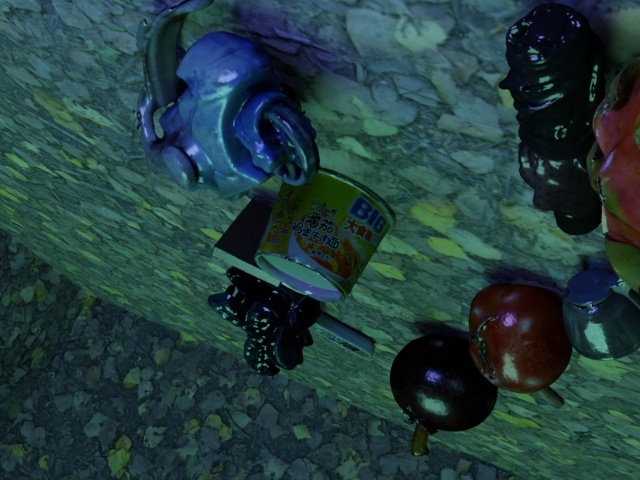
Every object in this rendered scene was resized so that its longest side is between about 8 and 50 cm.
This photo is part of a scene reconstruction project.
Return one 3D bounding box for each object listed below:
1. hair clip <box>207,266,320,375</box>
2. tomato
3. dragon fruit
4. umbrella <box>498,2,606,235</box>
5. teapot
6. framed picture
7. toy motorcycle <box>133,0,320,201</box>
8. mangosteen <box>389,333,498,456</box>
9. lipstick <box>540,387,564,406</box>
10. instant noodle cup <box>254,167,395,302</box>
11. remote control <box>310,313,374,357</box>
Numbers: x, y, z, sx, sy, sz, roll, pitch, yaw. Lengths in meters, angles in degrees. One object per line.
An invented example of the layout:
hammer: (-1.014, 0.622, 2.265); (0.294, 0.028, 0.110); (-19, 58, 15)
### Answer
hair clip: (-0.126, 0.202, 1.825); (0.206, 0.194, 0.310); (5, 140, 31)
tomato: (0.310, 0.142, 1.202); (0.187, 0.152, 0.187); (157, 90, -85)
dragon fruit: (0.301, -0.057, 0.559); (0.224, 0.224, 0.227); (15, 164, 30)
umbrella: (0.230, -0.096, 0.727); (0.094, 0.090, 0.326); (-6, 151, 19)
teapot: (0.389, 0.094, 1.019); (0.149, 0.111, 0.108); (11, 143, 52)
framed picture: (-0.098, 0.001, 1.331); (0.128, 0.168, 0.023); (26, 127, 4)
toy motorcycle: (-0.137, -0.150, 0.917); (0.241, 0.182, 0.319); (33, 162, -22)
mangosteen: (0.244, 0.331, 1.614); (0.236, 0.261, 0.235); (23, 164, 7)
lipstick: (0.507, 0.340, 1.678); (0.094, 0.019, 0.019); (38, 158, -33)
instant noodle cup: (0.000, 0.000, 1.205); (0.205, 0.152, 0.205); (22, 163, 7)
remote control: (0.034, 0.234, 1.973); (0.244, 0.047, 0.087); (30, 158, -12)
